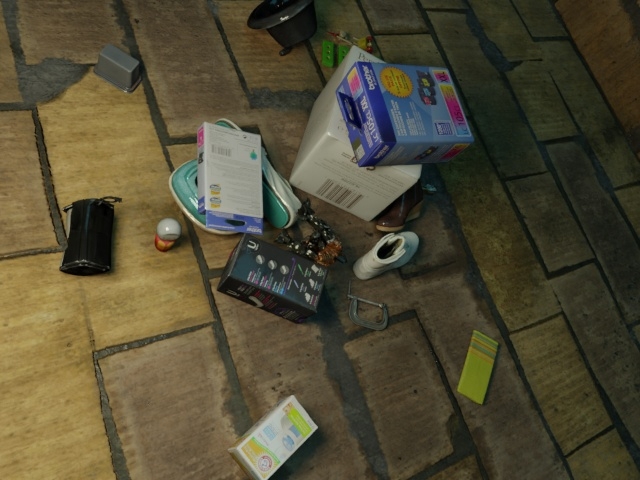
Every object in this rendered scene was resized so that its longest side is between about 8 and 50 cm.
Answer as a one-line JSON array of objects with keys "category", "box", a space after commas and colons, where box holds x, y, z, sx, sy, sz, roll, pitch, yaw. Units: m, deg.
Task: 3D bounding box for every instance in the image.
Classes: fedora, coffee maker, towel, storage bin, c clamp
[{"category": "fedora", "box": [-0.109, -0.812, 1.929, 0.334, 0.333, 0.153, -57, 133, -32]}, {"category": "coffee maker", "box": [-0.597, -0.010, 1.360, 0.120, 0.171, 0.179, 10, 65, -39]}, {"category": "towel", "box": [0.535, 0.429, 1.793, 0.102, 0.021, 0.237, 30, 60, -4]}, {"category": "storage bin", "box": [-0.620, -0.542, 1.628, 0.135, 0.091, 0.098, 31, 59, -11]}, {"category": "c clamp", "box": [0.152, 0.216, 1.702, 0.160, 0.022, 0.137, 23, 60, -14]}]

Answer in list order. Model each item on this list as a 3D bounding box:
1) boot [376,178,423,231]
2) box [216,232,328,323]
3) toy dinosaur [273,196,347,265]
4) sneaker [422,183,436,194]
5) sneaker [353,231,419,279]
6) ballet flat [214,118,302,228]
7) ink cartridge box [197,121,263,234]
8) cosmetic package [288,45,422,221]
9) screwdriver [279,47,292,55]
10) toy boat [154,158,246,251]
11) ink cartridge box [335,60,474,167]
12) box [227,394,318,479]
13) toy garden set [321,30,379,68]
[{"category": "boot", "box": [0.274, -0.154, 1.826, 0.248, 0.090, 0.207, -26, 121, -43]}, {"category": "box", "box": [-0.139, 0.114, 1.523, 0.270, 0.165, 0.144, 24, 62, -14]}, {"category": "toy dinosaur", "box": [0.000, 0.000, 1.571, 0.218, 0.322, 0.164, 38, 79, -7]}, {"category": "sneaker", "box": [0.401, -0.196, 1.998, 0.083, 0.032, 0.037, 3, 53, -29]}, {"category": "sneaker", "box": [0.258, 0.028, 1.748, 0.292, 0.169, 0.108, -30, 81, -33]}, {"category": "ballet flat", "box": [-0.196, -0.217, 1.680, 0.139, 0.139, 0.400, -36, 90, -33]}, {"category": "ink cartridge box", "box": [-0.256, -0.169, 1.499, 0.185, 0.065, 0.312, 7, 70, -37]}, {"category": "cosmetic package", "box": [0.137, -0.346, 1.760, 0.329, 0.327, 0.394, 23, 60, -15]}, {"category": "screwdriver", "box": [-0.103, -0.739, 2.006, 0.024, 0.025, 0.170, 45, 49, -1]}, {"category": "toy boat", "box": [-0.354, -0.091, 1.522, 0.267, 0.148, 0.318, 43, 57, -3]}, {"category": "ink cartridge box", "box": [0.217, -0.363, 1.527, 0.395, 0.151, 0.270, -7, 71, -26]}, {"category": "box", "box": [-0.126, 0.524, 1.388, 0.203, 0.103, 0.114, -36, 86, -33]}, {"category": "toy garden set", "box": [0.115, -0.742, 2.090, 0.244, 0.049, 0.204, 10, 66, -20]}]
